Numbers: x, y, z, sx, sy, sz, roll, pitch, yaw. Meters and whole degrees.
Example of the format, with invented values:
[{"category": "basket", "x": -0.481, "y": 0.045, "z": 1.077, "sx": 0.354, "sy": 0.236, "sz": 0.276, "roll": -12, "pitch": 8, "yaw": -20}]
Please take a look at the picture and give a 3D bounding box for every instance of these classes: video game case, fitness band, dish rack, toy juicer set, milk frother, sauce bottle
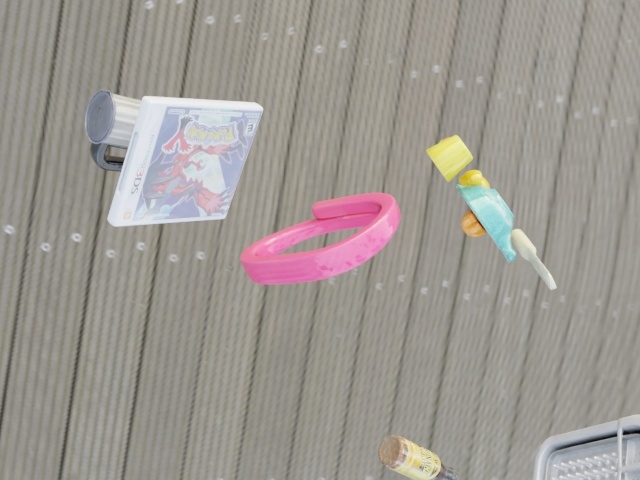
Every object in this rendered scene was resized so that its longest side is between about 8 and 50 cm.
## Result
[{"category": "video game case", "x": -0.182, "y": -0.106, "z": 1.231, "sx": 0.201, "sy": 0.023, "sz": 0.183, "roll": -7, "pitch": 126, "yaw": -49}, {"category": "fitness band", "x": 0.000, "y": 0.000, "z": 1.439, "sx": 0.209, "sy": 0.291, "sz": 0.054, "roll": -42, "pitch": 113, "yaw": -40}, {"category": "dish rack", "x": 0.479, "y": 0.464, "z": 1.546, "sx": 0.072, "sy": 0.333, "sz": 0.285, "roll": 20, "pitch": 64, "yaw": -16}, {"category": "toy juicer set", "x": 0.297, "y": -0.049, "z": 1.655, "sx": 0.089, "sy": 0.209, "sz": 0.329, "roll": -36, "pitch": 97, "yaw": 9}, {"category": "milk frother", "x": -0.275, "y": -0.153, "z": 1.395, "sx": 0.135, "sy": 0.143, "sz": 0.129, "roll": 6, "pitch": 102, "yaw": -45}, {"category": "sauce bottle", "x": 0.125, "y": 0.277, "z": 1.117, "sx": 0.128, "sy": 0.042, "sz": 0.042, "roll": 31, "pitch": 81, "yaw": -39}]
